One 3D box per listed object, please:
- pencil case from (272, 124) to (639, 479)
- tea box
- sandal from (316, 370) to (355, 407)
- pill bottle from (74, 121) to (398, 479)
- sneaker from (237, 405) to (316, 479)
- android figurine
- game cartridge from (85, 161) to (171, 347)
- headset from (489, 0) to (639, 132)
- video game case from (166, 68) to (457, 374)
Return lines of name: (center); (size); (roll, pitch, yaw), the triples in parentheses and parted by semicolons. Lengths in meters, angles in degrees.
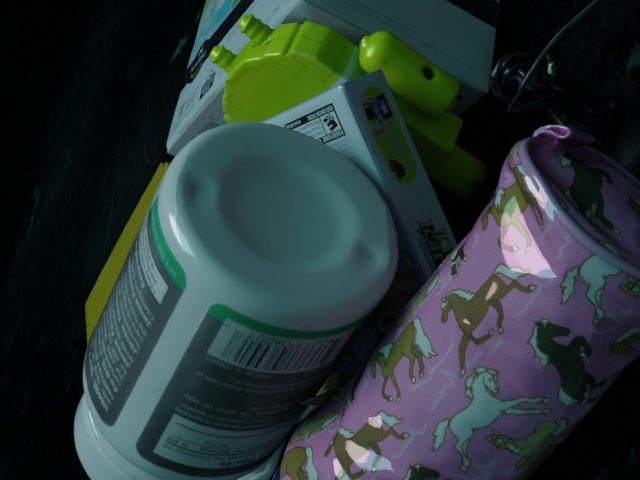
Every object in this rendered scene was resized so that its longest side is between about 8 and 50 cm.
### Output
pencil case: (0.116, 0.096, 0.971); (0.386, 0.167, 0.160); (-54, 4, 32)
tea box: (0.021, -0.251, 1.393); (0.329, 0.220, 0.324); (-39, 33, 51)
sandal: (-0.005, 0.065, 1.346); (0.088, 0.079, 0.240); (134, 144, -54)
pill bottle: (-0.092, 0.086, 1.127); (0.361, 0.204, 0.204); (122, 156, -44)
sneaker: (-0.081, 0.200, 1.409); (0.212, 0.094, 0.080); (-59, 26, 24)
android figurine: (0.019, -0.115, 1.223); (0.248, 0.273, 0.056); (-37, 23, 55)
game cartridge: (-0.291, 0.058, 2.083); (0.324, 0.052, 0.285); (-58, 25, 20)
headset: (0.289, -0.169, 0.883); (0.394, 0.185, 0.243); (-21, 57, 41)
video game case: (0.000, 0.000, 1.190); (0.269, 0.061, 0.244); (-19, 96, 48)
